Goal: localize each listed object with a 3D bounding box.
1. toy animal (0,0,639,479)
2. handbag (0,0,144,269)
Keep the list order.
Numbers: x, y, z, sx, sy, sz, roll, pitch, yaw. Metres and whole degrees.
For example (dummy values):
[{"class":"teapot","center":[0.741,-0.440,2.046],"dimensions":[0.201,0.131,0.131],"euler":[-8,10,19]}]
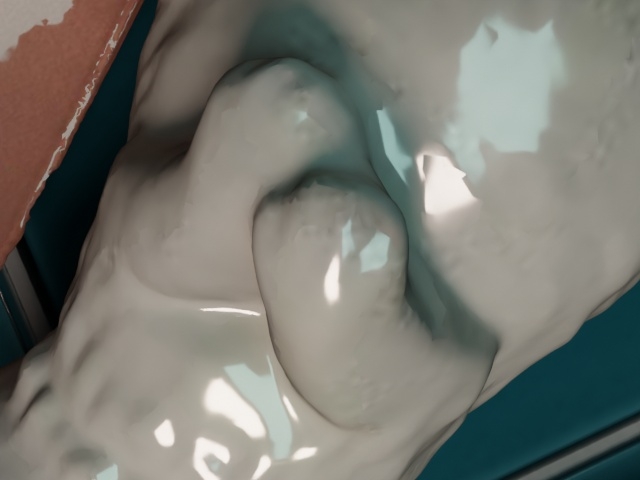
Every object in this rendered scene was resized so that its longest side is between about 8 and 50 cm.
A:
[{"class":"toy animal","center":[0.000,0.000,0.493],"dimensions":[0.194,0.258,0.357],"euler":[36,107,0]},{"class":"handbag","center":[-0.139,-0.085,0.497],"dimensions":[0.157,0.059,0.212],"euler":[25,97,-25]}]
